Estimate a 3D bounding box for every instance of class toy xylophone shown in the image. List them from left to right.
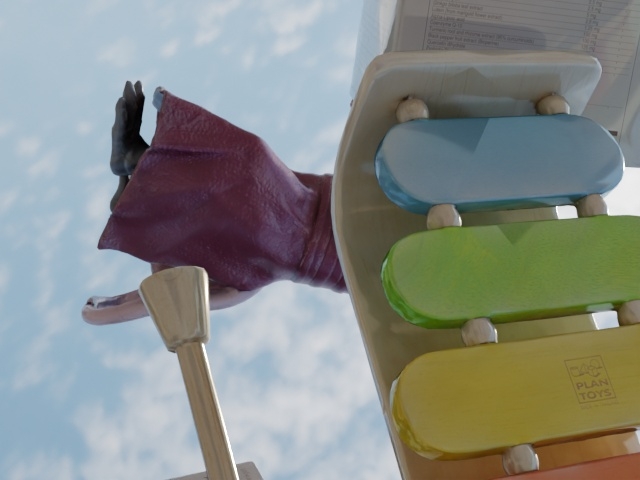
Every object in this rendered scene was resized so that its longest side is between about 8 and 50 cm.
[{"bbox_3d":[0.070,0.075,0.498,0.236,0.081,0.323,-12,-113,-27],"label":"toy xylophone"}]

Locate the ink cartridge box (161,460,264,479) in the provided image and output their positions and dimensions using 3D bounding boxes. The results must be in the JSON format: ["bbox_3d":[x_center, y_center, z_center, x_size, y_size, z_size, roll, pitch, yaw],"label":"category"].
[{"bbox_3d":[-0.167,0.333,1.128,0.307,0.129,0.223,-9,-149,-21],"label":"ink cartridge box"}]

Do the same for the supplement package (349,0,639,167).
[{"bbox_3d":[0.103,-0.175,0.651,0.139,0.244,0.134,6,-165,-8],"label":"supplement package"}]

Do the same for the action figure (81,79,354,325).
[{"bbox_3d":[0.000,0.000,1.054,0.248,0.370,0.276,-76,-176,-84],"label":"action figure"}]
